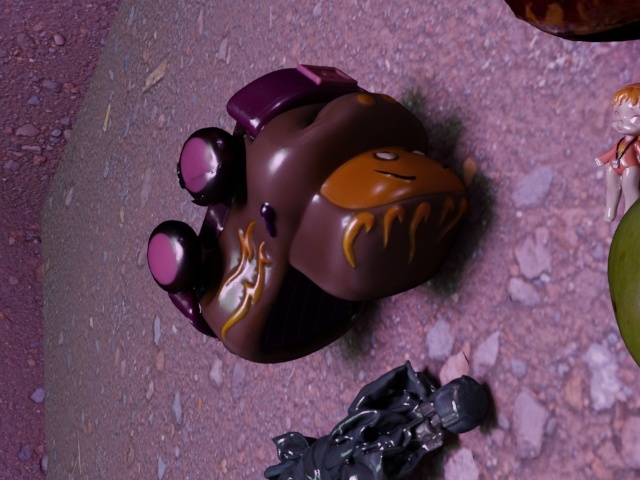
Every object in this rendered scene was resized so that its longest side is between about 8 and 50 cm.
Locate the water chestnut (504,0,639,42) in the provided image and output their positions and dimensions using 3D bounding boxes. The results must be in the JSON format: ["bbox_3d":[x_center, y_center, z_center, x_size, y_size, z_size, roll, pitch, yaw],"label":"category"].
[{"bbox_3d":[0.209,-0.246,0.562,0.224,0.238,0.223,-3,86,51],"label":"water chestnut"}]

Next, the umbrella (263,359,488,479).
[{"bbox_3d":[0.039,0.225,0.863,0.349,0.094,0.143,-42,52,45],"label":"umbrella"}]

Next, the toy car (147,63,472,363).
[{"bbox_3d":[0.000,0.000,0.869,0.240,0.271,0.340,42,123,33],"label":"toy car"}]

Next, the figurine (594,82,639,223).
[{"bbox_3d":[0.240,-0.066,0.636,0.064,0.047,0.109,24,112,52],"label":"figurine"}]

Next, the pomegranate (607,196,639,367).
[{"bbox_3d":[0.262,0.052,0.458,0.181,0.182,0.224,-17,90,58],"label":"pomegranate"}]
